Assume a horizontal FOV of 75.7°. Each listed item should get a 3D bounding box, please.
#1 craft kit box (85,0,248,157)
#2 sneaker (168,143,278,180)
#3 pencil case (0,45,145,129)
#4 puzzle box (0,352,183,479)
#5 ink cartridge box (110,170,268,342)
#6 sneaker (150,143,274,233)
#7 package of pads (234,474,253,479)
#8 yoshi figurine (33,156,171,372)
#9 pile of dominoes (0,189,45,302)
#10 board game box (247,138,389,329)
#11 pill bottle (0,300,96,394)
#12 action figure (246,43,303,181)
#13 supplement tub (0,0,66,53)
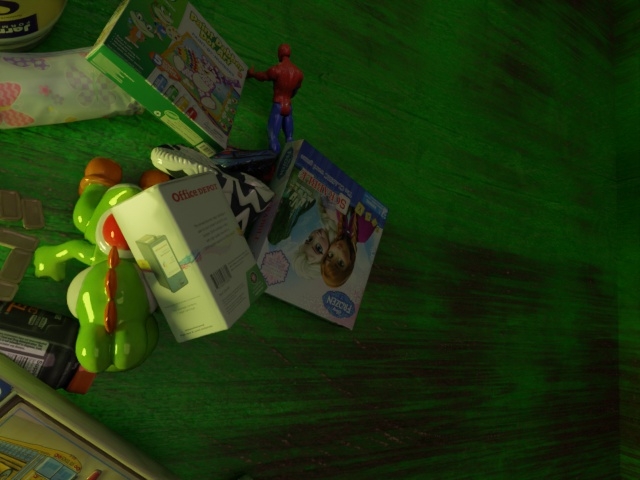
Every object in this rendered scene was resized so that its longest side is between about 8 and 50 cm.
[{"bbox_3d":[-0.252,-0.320,0.747,0.250,0.061,0.247,39,42,-43],"label":"craft kit box"},{"bbox_3d":[-0.193,-0.166,0.823,0.221,0.083,0.087,-7,73,-17],"label":"sneaker"},{"bbox_3d":[-0.436,-0.257,0.681,0.273,0.113,0.124,-18,112,-32],"label":"pencil case"},{"bbox_3d":[-0.428,0.354,0.569,0.272,0.052,0.409,-45,114,-13],"label":"puzzle box"},{"bbox_3d":[-0.183,0.016,0.615,0.213,0.093,0.154,68,19,-10],"label":"ink cartridge box"},{"bbox_3d":[-0.213,-0.067,0.750,0.235,0.094,0.153,16,110,-49],"label":"sneaker"},{"bbox_3d":[-0.177,0.634,0.769,0.229,0.101,0.297,-18,96,-31],"label":"package of pads"},{"bbox_3d":[-0.322,0.052,0.659,0.203,0.203,0.362,58,14,-51],"label":"yoshi figurine"},{"bbox_3d":[-0.560,-0.021,0.607,0.251,0.040,0.196,24,44,-28],"label":"pile of dominoes"},{"bbox_3d":[0.000,0.000,0.911,0.318,0.065,0.318,30,72,-39],"label":"board game box"},{"bbox_3d":[-0.463,0.162,0.619,0.245,0.130,0.131,26,73,-27],"label":"pill bottle"},{"bbox_3d":[-0.104,-0.281,0.912,0.091,0.139,0.281,-6,111,-35],"label":"action figure"},{"bbox_3d":[-0.474,-0.420,0.545,0.241,0.331,0.241,3,84,-31],"label":"supplement tub"}]
